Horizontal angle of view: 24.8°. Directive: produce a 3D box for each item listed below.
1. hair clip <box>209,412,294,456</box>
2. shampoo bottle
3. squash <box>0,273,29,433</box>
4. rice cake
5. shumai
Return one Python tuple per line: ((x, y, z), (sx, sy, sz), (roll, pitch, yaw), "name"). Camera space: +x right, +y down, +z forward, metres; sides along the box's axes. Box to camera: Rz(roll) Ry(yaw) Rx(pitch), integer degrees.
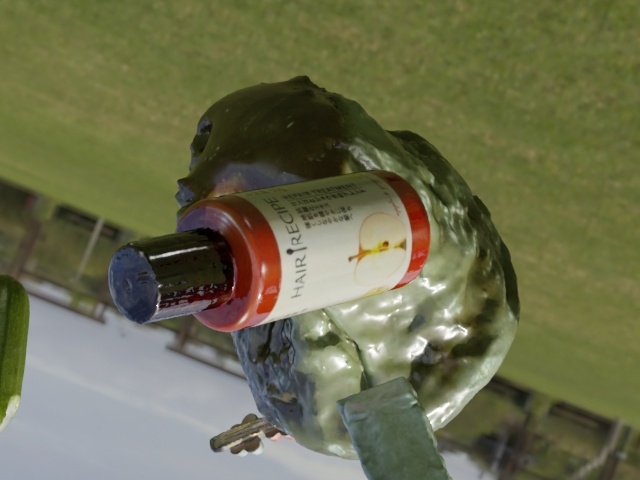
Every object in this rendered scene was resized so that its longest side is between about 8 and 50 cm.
((-0.038, 0.218, 1.799), (0.056, 0.214, 0.062), (43, -154, -37), "hair clip")
((-0.040, 0.011, 1.135), (0.104, 0.104, 0.278), (18, -159, 42), "shampoo bottle")
((-0.370, 0.134, 1.657), (0.069, 0.239, 0.069), (-1, 137, -1), "squash")
((0.078, 0.203, 1.144), (0.063, 0.069, 0.206), (68, 177, -59), "rice cake")
((0.000, 0.000, 1.506), (0.323, 0.324, 0.397), (50, -165, -50), "shumai")
